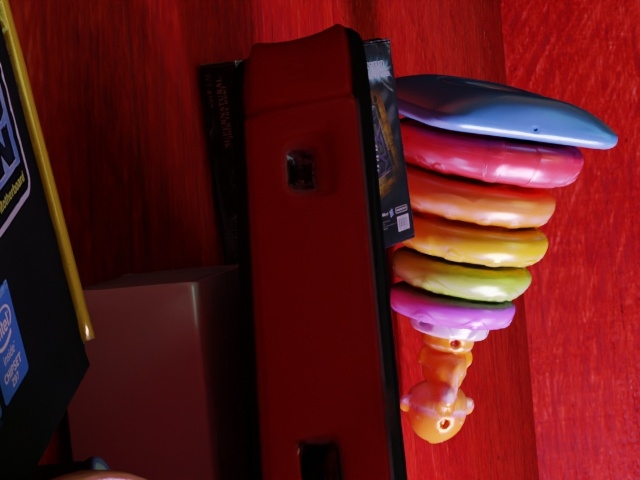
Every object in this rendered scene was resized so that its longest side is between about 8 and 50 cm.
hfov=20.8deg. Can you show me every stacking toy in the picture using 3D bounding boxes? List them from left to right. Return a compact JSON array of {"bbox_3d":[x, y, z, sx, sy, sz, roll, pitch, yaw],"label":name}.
[{"bbox_3d":[0.118,0.021,1.438,0.166,0.175,0.302,-150,-113,-66],"label":"stacking toy"}]

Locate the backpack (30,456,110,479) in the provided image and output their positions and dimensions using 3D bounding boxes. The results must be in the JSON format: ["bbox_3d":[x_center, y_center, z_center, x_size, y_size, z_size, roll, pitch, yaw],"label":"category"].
[{"bbox_3d":[-0.075,0.137,0.549,0.105,0.084,0.114,69,21,-45],"label":"backpack"}]

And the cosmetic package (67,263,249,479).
[{"bbox_3d":[-0.055,0.133,0.700,0.099,0.060,0.239,-16,100,-79],"label":"cosmetic package"}]

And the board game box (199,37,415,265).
[{"bbox_3d":[-0.003,-0.047,0.996,0.186,0.026,0.126,-18,103,-60],"label":"board game box"}]

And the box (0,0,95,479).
[{"bbox_3d":[-0.141,-0.009,0.314,0.322,0.079,0.257,-72,156,-63],"label":"box"}]

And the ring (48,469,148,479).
[{"bbox_3d":[-0.055,0.221,0.393,0.336,0.032,0.336,2,90,-76],"label":"ring"}]

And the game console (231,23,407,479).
[{"bbox_3d":[0.012,0.138,0.757,0.342,0.060,0.386,81,5,-62],"label":"game console"}]
